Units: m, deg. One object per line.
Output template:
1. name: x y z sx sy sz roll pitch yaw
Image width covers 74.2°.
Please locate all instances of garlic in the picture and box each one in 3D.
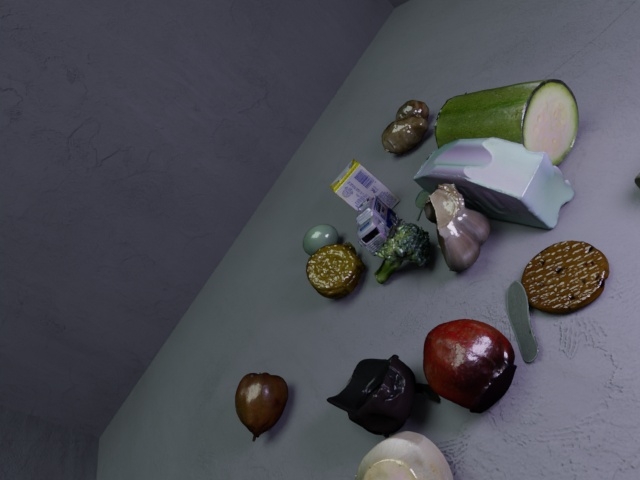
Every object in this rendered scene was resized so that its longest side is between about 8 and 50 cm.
1. garlic: 0.414 -0.030 1.343 0.237 0.292 0.210 32 76 38

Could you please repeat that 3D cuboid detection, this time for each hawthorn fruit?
1. hawthorn fruit: -0.230 0.639 1.628 0.208 0.207 0.249 -22 57 46
2. hawthorn fruit: 0.359 0.301 1.071 0.215 0.215 0.249 -61 23 -15

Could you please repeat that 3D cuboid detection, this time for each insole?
1. insole: 0.518 0.205 1.095 0.080 0.003 0.232 120 162 -48

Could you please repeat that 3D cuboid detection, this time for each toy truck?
1. toy truck: 0.217 -0.064 1.691 0.124 0.155 0.268 -41 11 25

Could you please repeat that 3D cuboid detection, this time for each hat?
1. hat: 0.182 0.472 1.223 0.238 0.209 0.336 -44 2 -28

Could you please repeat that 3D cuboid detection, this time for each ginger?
1. ginger: 0.422 -0.560 2.036 0.244 0.155 0.304 -26 29 53

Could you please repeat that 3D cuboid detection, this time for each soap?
1. soap: 0.506 -0.190 1.327 0.156 0.261 0.446 -58 28 -3

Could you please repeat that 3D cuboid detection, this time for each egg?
1. egg: 0.000 0.000 2.028 0.192 0.149 0.150 -38 31 31

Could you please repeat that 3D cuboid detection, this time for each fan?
1. fan: 0.417 -0.152 1.701 0.113 0.005 0.176 -7 51 54

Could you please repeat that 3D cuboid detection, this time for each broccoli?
1. broccoli: 0.267 0.065 1.501 0.177 0.198 0.275 49 115 17

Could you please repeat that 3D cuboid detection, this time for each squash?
1. squash: 0.596 -0.372 1.398 0.263 0.263 0.384 -56 27 -5

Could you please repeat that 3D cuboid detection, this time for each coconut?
1. coconut: 0.200 0.574 0.989 0.241 0.241 0.241 -38 31 28

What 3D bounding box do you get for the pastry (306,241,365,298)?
1. pastry: 0.060 0.122 1.747 0.235 0.132 0.240 -31 56 6

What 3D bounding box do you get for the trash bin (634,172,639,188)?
1. trash bin: 0.868 -0.189 0.911 0.248 0.121 0.243 -52 27 9

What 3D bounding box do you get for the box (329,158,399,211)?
1. box: 0.192 -0.207 1.842 0.168 0.265 0.097 -49 25 13

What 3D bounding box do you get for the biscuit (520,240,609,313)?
1. biscuit: 0.613 0.093 1.073 0.212 0.036 0.212 -41 28 28
